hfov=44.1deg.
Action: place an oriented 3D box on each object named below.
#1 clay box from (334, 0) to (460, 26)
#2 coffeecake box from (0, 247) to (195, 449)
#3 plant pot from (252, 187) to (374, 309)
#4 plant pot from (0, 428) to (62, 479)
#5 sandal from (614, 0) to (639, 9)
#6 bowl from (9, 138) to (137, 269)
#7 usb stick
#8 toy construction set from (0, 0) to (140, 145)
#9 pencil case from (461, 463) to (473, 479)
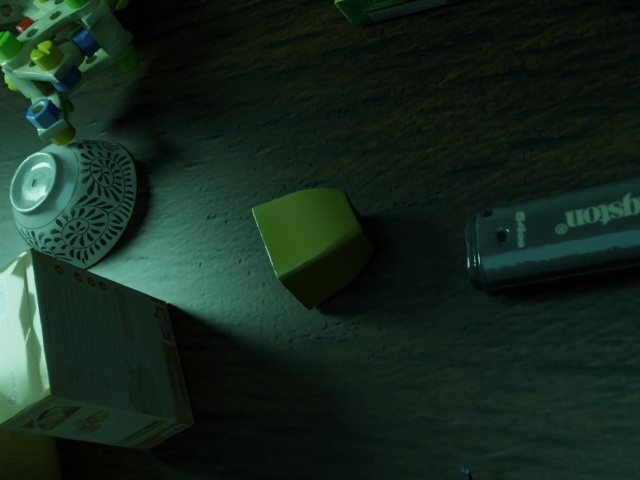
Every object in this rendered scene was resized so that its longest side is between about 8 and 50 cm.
[{"bbox_3d":[0.087,-0.337,0.805,0.127,0.053,0.222,-5,68,30],"label":"clay box"},{"bbox_3d":[-0.212,0.107,0.733,0.068,0.185,0.142,-31,58,18],"label":"coffeecake box"},{"bbox_3d":[0.000,0.000,0.716,0.083,0.081,0.081,-26,59,6],"label":"plant pot"},{"bbox_3d":[-0.365,0.200,0.786,0.237,0.237,0.254,-29,45,19],"label":"plant pot"},{"bbox_3d":[0.339,-0.219,0.575,0.446,0.107,0.167,28,88,35],"label":"sandal"},{"bbox_3d":[-0.304,-0.054,0.916,0.170,0.080,0.170,-11,67,28],"label":"bowl"},{"bbox_3d":[0.245,-0.014,0.591,0.278,0.045,0.077,-13,67,27],"label":"usb stick"},{"bbox_3d":[-0.353,-0.261,0.969,0.328,0.151,0.215,32,75,27],"label":"toy construction set"},{"bbox_3d":[0.072,0.278,0.552,0.104,0.104,0.236,36,93,35],"label":"pencil case"}]
